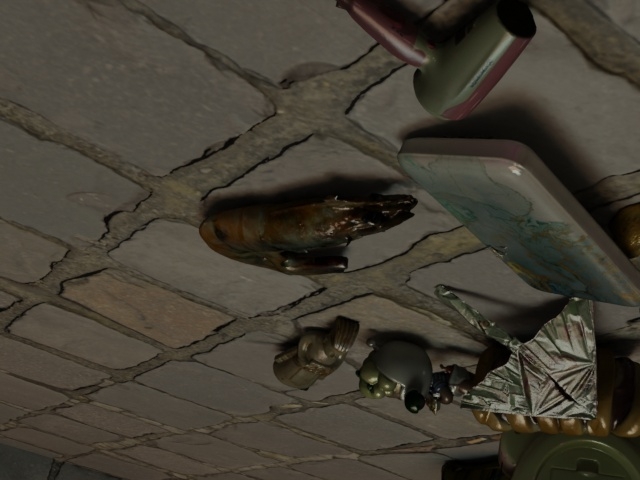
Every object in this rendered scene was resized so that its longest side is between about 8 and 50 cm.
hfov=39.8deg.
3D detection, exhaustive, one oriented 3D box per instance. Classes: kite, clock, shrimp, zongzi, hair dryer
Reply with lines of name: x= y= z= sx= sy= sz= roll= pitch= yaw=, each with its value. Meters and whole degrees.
kite: x=0.242 y=0.132 z=1.074 sx=0.250 sy=0.012 sz=0.229 roll=39 pitch=114 yaw=0
clock: x=0.414 y=0.438 z=1.392 sx=0.284 sy=0.309 sz=0.114 roll=7 pitch=151 yaw=9
shrimp: x=0.000 y=0.000 z=0.976 sx=0.296 sy=0.058 sz=0.169 roll=-5 pitch=157 yaw=36
zongzi: x=0.314 y=0.561 z=1.701 sx=0.123 sy=0.289 sz=0.260 roll=38 pitch=146 yaw=-21
hair dryer: x=0.067 y=-0.154 z=0.649 sx=0.154 sy=0.054 sz=0.106 roll=21 pitch=148 yaw=-11

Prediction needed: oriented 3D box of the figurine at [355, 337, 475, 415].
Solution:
figurine: x=0.146 y=0.202 z=1.248 sx=0.197 sy=0.093 sz=0.147 roll=23 pitch=-163 yaw=1

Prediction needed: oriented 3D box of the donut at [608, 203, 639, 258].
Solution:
donut: x=0.327 y=-0.006 z=0.850 sx=0.083 sy=0.038 sz=0.067 roll=13 pitch=151 yaw=-1

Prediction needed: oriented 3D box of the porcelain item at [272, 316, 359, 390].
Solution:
porcelain item: x=-0.001 y=0.169 z=1.303 sx=0.084 sy=0.054 sz=0.213 roll=17 pitch=152 yaw=-17

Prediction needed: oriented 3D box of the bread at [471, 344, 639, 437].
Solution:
bread: x=0.311 y=0.188 z=1.148 sx=0.225 sy=0.134 sz=0.081 roll=-4 pitch=124 yaw=24

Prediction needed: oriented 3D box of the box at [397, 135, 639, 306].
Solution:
box: x=0.200 y=-0.014 z=0.845 sx=0.142 sy=0.044 sz=0.285 roll=7 pitch=157 yaw=47
